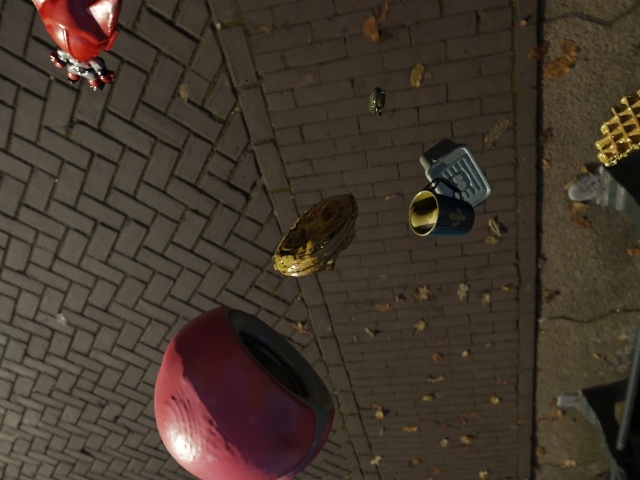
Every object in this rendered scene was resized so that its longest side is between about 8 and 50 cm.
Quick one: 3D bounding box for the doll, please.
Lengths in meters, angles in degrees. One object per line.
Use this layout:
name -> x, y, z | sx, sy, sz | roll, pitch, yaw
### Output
doll -> -0.278, -0.236, 0.589 | 0.109, 0.057, 0.169 | 20, 146, -9

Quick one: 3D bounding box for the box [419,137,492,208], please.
box -> 0.444, -0.221, 1.725 | 0.163, 0.135, 0.243 | -36, 119, 10

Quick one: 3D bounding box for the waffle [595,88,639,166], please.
waffle -> 0.689, -0.241, 1.110 | 0.046, 0.160, 0.192 | 14, 109, -32

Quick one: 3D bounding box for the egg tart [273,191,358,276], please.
egg tart -> 0.000, 0.000, 1.324 | 0.297, 0.297, 0.132 | -34, 116, 25

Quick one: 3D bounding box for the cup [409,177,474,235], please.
cup -> 0.365, -0.093, 1.518 | 0.155, 0.131, 0.177 | 7, 95, -29

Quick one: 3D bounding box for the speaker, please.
speaker -> -0.123, 0.245, 0.819 | 0.293, 0.294, 0.295 | 3, 122, 5

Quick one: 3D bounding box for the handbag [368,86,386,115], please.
handbag -> 0.164, -0.403, 1.481 | 0.047, 0.111, 0.072 | 13, 78, 5
